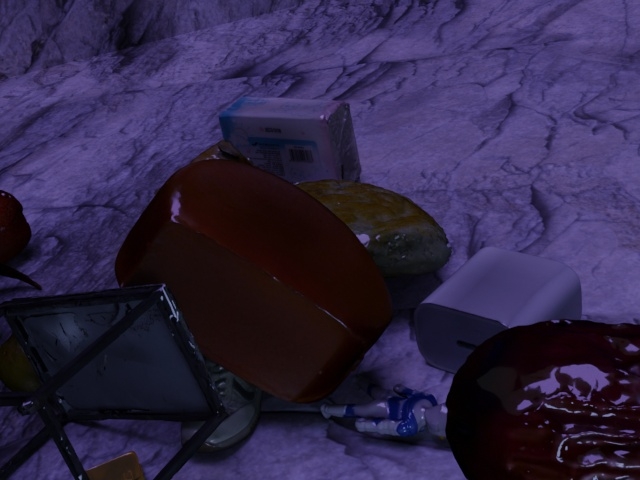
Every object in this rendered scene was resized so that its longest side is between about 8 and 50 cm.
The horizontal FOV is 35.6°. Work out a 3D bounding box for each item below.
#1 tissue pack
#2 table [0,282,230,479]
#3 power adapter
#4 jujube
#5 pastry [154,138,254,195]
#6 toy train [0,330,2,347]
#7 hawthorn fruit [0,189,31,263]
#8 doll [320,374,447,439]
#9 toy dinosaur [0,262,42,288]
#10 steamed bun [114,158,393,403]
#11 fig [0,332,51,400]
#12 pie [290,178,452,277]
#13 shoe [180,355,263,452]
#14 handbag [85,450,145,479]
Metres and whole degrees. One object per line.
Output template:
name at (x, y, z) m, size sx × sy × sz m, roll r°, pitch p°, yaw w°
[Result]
tissue pack at (-0.064, -0.201, 2.111) m, size 0.271 × 0.201 × 0.124 m, roll 7°, pitch 40°, yaw 28°
table at (-0.358, 0.227, 1.326) m, size 0.335 × 0.222 × 0.272 m, roll -8°, pitch 25°, yaw 36°
power adapter at (0.289, 0.098, 1.529) m, size 0.187 × 0.124 × 0.255 m, roll 15°, pitch 38°, yaw 37°
jujube at (0.336, 0.218, 1.184) m, size 0.377 × 0.258 × 0.258 m, roll 8°, pitch 31°, yaw 7°
pastry at (-0.225, -0.079, 1.907) m, size 0.235 × 0.121 × 0.257 m, roll -51°, pitch -7°, yaw 1°
toy train at (-0.637, 0.172, 1.622) m, size 0.133 × 0.188 × 0.243 m, roll 12°, pitch 36°, yaw 36°
hawthorn fruit at (-0.688, -0.025, 2.034) m, size 0.179 × 0.173 × 0.173 m, roll -15°, pitch 29°, yaw -11°
doll at (0.112, 0.243, 1.395) m, size 0.227 × 0.057 × 0.114 m, roll 4°, pitch 24°, yaw 42°
toy dinosaur at (-0.696, 0.137, 1.824) m, size 0.207 × 0.112 × 0.327 m, roll -27°, pitch 9°, yaw 25°
steamed bun at (-0.087, 0.046, 1.446) m, size 0.379 × 0.235 × 0.248 m, roll 32°, pitch 34°, yaw -8°
fig at (-0.426, 0.187, 1.597) m, size 0.185 × 0.126 × 0.133 m, roll -2°, pitch 16°, yaw 21°
pie at (0.025, -0.004, 1.744) m, size 0.418 × 0.180 × 0.395 m, roll 0°, pitch 16°, yaw 10°
shoe at (-0.145, 0.210, 1.494) m, size 0.103 × 0.098 × 0.274 m, roll -7°, pitch 29°, yaw 13°
handbag at (-0.289, 0.332, 1.387) m, size 0.083 × 0.027 × 0.061 m, roll -21°, pitch 31°, yaw -13°
